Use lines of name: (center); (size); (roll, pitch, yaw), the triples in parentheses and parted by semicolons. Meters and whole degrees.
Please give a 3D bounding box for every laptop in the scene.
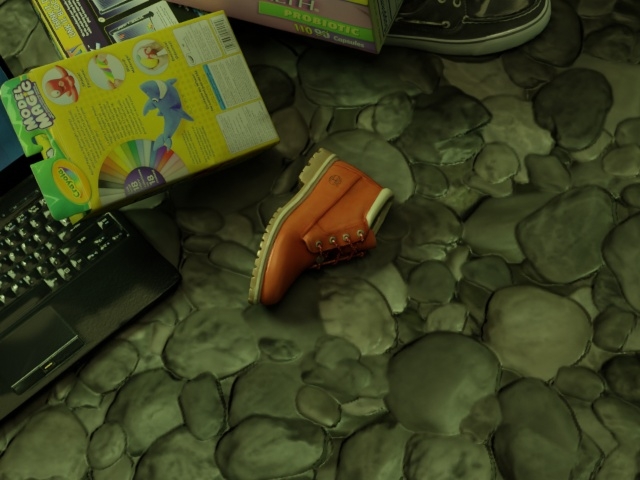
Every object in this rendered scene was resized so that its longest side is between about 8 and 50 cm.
laptop: (-0.290, -0.011, 1.466); (0.234, 0.136, 0.264); (-39, 67, -17)

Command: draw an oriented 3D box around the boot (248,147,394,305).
boot: (0.000, 0.000, 1.497); (0.084, 0.059, 0.158); (28, 65, 11)

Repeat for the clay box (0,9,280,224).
clay box: (-0.156, -0.100, 1.494); (0.222, 0.053, 0.127); (-22, 87, -30)

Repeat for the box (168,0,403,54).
box: (-0.009, -0.311, 1.557); (0.213, 0.117, 0.243); (16, 63, 17)

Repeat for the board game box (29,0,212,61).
board game box: (-0.180, -0.210, 1.620); (0.141, 0.048, 0.170); (-26, 64, -9)

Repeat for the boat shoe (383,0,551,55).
boat shoe: (0.094, -0.221, 1.600); (0.228, 0.076, 0.080); (4, 62, 5)
